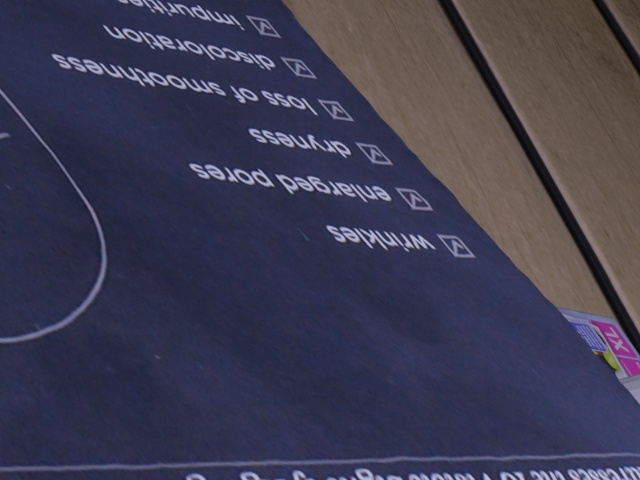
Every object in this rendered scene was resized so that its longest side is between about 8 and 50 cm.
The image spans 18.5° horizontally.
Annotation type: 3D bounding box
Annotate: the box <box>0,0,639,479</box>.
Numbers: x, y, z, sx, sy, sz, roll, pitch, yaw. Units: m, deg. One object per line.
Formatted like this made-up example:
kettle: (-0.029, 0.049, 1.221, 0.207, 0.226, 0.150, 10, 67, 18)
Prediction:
box: (-0.182, 0.051, 0.708, 0.480, 0.297, 0.472, 6, 35, -48)

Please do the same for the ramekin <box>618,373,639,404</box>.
ramekin: (0.259, 0.214, 1.346, 0.277, 0.135, 0.277, 41, 37, -39)

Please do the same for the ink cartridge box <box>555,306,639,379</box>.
ink cartridge box: (0.184, 0.132, 1.543, 0.311, 0.065, 0.186, 9, 43, -50)
